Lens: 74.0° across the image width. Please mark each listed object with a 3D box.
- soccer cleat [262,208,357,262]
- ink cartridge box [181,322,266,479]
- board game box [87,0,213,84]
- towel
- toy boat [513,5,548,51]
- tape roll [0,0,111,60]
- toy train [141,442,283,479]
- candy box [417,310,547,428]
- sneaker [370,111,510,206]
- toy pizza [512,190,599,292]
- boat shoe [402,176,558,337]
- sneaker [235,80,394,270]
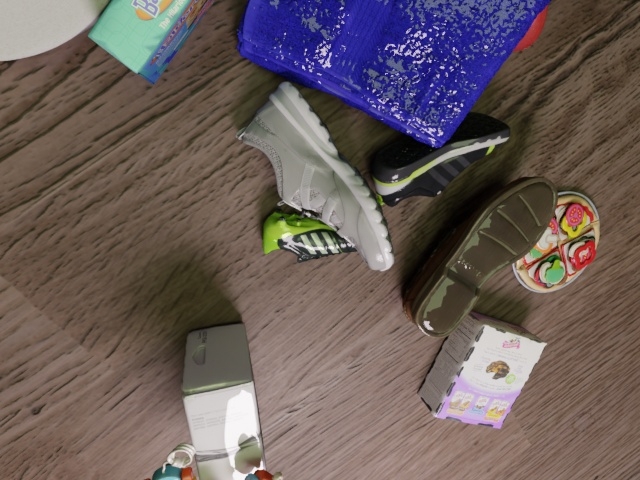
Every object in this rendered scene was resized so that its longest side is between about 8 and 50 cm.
[{"bbox_3d":[0.000,0.000,0.640,0.179,0.060,0.072,8,118,-17],"label":"soccer cleat"},{"bbox_3d":[-0.135,0.254,0.617,0.093,0.158,0.217,-10,110,-11],"label":"ink cartridge box"},{"bbox_3d":[-0.147,-0.239,0.426,0.047,0.210,0.160,36,93,-24],"label":"board game box"},{"bbox_3d":[0.074,-0.253,0.497,0.309,0.076,0.227,22,129,-12],"label":"towel"},{"bbox_3d":[0.295,-0.365,0.549,0.151,0.151,0.230,14,104,-1],"label":"toy boat"},{"bbox_3d":[-0.329,-0.350,0.331,0.393,0.072,0.391,-2,126,-2],"label":"tape roll"},{"bbox_3d":[-0.132,0.297,0.523,0.166,0.046,0.125,40,95,-24],"label":"toy train"},{"bbox_3d":[0.304,0.244,0.805,0.165,0.070,0.196,19,101,-22],"label":"candy box"},{"bbox_3d":[0.177,-0.121,0.656,0.235,0.084,0.097,-21,136,-9],"label":"sneaker"},{"bbox_3d":[0.449,0.008,0.795,0.202,0.032,0.201,-5,109,-16],"label":"toy pizza"},{"bbox_3d":[0.243,0.013,0.695,0.111,0.104,0.307,43,93,-16],"label":"boat shoe"},{"bbox_3d":[0.000,-0.069,0.584,0.115,0.105,0.281,-35,92,12],"label":"sneaker"}]
